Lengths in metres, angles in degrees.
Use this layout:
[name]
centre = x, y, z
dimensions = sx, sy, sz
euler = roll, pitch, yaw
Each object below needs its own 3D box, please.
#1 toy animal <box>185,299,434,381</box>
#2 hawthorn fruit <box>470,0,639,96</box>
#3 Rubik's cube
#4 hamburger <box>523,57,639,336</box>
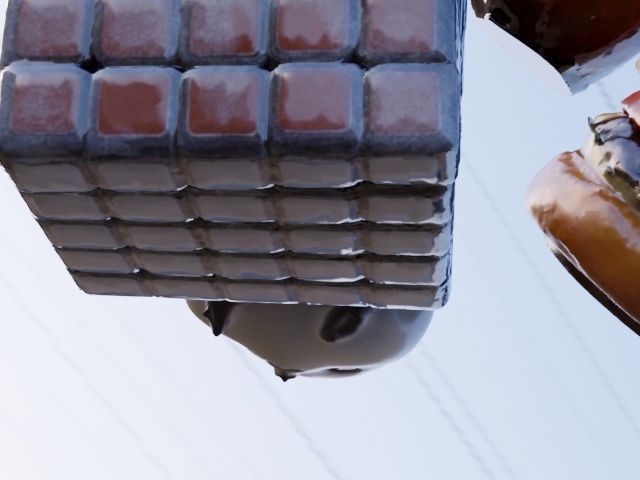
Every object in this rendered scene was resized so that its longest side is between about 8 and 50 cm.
[toy animal]
centre = 0.000, 0.000, 1.470
dimensions = 0.251, 0.251, 0.310
euler = 34, -29, 17
[hawthorn fruit]
centre = 0.271, -0.274, 1.585
dimensions = 0.215, 0.250, 0.215
euler = 59, 9, -15
[Rubik's cube]
centre = -0.036, -0.104, 0.892
dimensions = 0.238, 0.237, 0.237
euler = 1, -22, 7
[hamburger]
centre = 0.369, -0.022, 1.405
dimensions = 0.330, 0.250, 0.330
euler = 36, 13, -9
